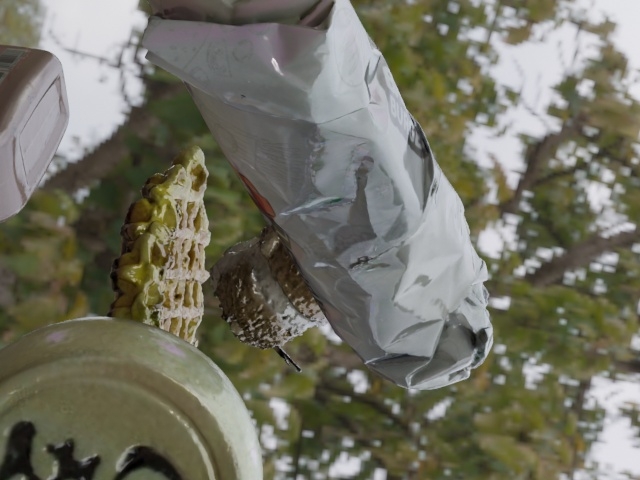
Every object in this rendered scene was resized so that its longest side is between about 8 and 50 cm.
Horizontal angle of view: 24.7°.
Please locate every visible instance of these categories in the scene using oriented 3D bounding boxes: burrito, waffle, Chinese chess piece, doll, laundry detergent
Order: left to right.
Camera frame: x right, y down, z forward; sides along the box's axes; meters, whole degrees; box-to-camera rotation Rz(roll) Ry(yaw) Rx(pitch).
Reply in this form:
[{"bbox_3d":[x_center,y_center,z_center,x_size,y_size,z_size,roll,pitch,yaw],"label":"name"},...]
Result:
[{"bbox_3d":[-0.300,-0.071,0.961,0.171,0.237,0.076,-75,168,-50],"label":"laundry detergent"},{"bbox_3d":[-0.169,0.183,1.119,0.101,0.250,0.250,-97,-157,-80],"label":"Chinese chess piece"},{"bbox_3d":[-0.141,0.049,1.357,0.243,0.058,0.238,-72,166,-47],"label":"waffle"},{"bbox_3d":[0.005,-0.002,1.155,0.221,0.115,0.105,-49,172,18],"label":"doll"},{"bbox_3d":[0.009,-0.015,0.454,0.064,0.203,0.064,-12,-127,17],"label":"burrito"}]
